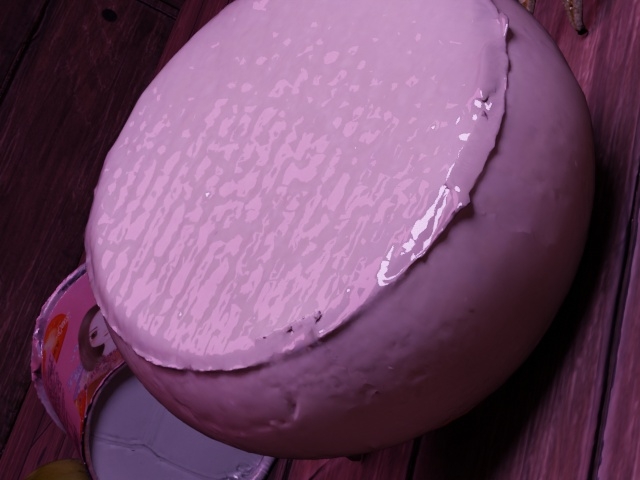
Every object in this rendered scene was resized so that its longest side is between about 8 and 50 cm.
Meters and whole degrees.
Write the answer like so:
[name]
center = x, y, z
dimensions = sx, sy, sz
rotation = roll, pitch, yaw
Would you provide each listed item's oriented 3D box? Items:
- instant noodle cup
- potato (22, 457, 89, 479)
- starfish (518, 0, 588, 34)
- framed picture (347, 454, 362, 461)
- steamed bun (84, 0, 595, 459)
[instant noodle cup]
center = -0.155, 0.146, 1.808
dimensions = 0.243, 0.243, 0.231
rotation = -61, 20, 8
[potato]
center = -0.251, 0.353, 1.819
dimensions = 0.216, 0.216, 0.304
rotation = -55, 7, 32
[starfish]
center = 0.194, -0.268, 1.439
dimensions = 0.050, 0.217, 0.223
rotation = -32, -46, -35
[framed picture]
center = 0.000, 0.000, 1.506
dimensions = 0.019, 0.232, 0.296
rotation = -14, 49, 51
[steamed bun]
center = 0.027, -0.011, 1.302
dimensions = 0.374, 0.241, 0.374
rotation = -19, 49, 24
